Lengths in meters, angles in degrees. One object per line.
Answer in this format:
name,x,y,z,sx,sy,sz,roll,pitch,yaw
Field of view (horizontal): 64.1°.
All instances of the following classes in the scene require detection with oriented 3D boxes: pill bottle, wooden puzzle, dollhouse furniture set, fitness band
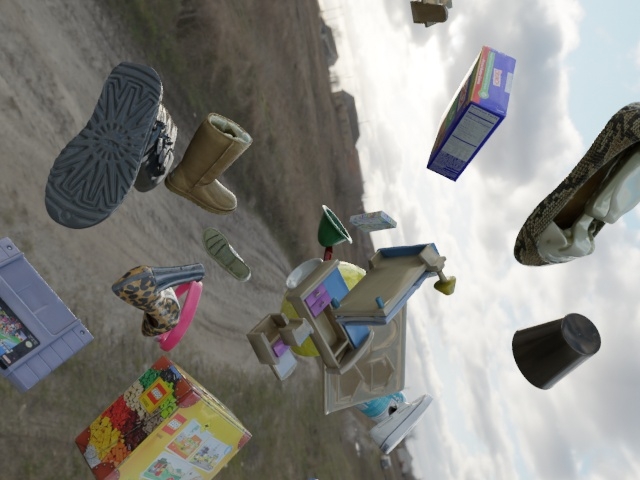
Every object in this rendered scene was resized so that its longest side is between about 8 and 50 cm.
pill bottle,0.213,0.578,1.858,0.264,0.146,0.146,40,18,-19
wooden puzzle,0.137,0.367,1.662,0.080,0.347,0.323,19,-67,55
dollhouse furniture set,0.085,0.170,0.960,0.286,0.303,0.198,-42,112,-39
fitness band,-0.503,0.253,1.810,0.054,0.209,0.291,33,33,-24
dollhouse furniture set,0.405,-0.759,1.316,0.174,0.355,0.304,41,-26,53

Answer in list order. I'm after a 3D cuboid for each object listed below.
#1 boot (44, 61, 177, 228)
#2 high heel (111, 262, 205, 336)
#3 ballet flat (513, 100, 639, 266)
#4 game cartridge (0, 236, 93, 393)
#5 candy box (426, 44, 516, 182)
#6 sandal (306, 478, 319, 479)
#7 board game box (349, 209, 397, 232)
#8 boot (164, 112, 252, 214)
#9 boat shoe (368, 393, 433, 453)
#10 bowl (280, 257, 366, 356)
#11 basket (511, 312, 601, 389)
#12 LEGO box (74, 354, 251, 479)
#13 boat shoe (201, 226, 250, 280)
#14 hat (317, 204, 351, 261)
boot,-0.467,-0.181,1.220,0.367,0.146,0.445,-63,-168,-9
high heel,-0.370,0.134,1.040,0.186,0.261,0.093,-7,56,-49
ballet flat,0.611,-0.078,1.166,0.182,0.163,0.483,-87,-161,-53
game cartridge,-0.770,0.179,1.281,0.355,0.068,0.230,52,27,-7
candy box,0.464,-0.386,1.592,0.317,0.122,0.268,116,-3,-57
sandal,-0.076,0.827,1.576,0.317,0.126,0.138,-22,102,-65
board game box,0.204,-0.071,1.976,0.103,0.154,0.026,32,61,-39
boot,-0.270,-0.195,1.400,0.236,0.269,0.089,20,45,-36
boat shoe,0.245,0.534,1.550,0.088,0.267,0.096,38,-44,25
bowl,-0.001,0.140,1.326,0.156,0.289,0.289,56,12,-22
basket,0.708,0.316,1.535,0.227,0.154,0.205,115,-31,-56
LEGO box,-0.510,0.681,1.762,0.193,0.372,0.500,34,-20,35
boat shoe,-0.441,0.075,2.357,0.302,0.113,0.103,50,-16,8
hat,0.000,0.000,1.921,0.173,0.183,0.209,41,15,-46
